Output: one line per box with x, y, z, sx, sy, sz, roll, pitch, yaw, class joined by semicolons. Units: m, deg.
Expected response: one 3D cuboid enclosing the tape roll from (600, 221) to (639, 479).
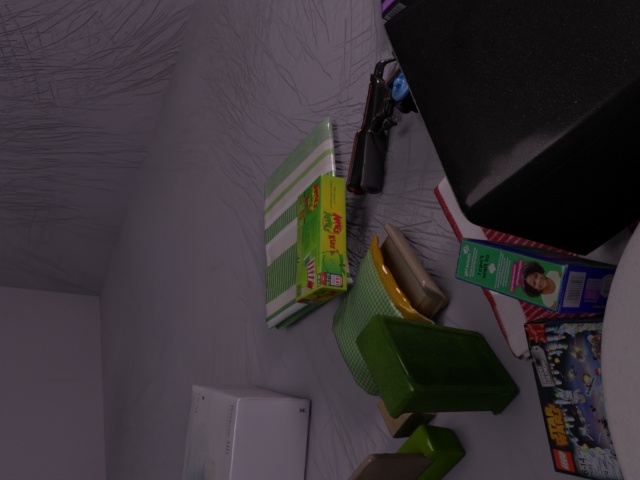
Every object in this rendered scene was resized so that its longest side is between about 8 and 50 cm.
0.302;0.101;0.227;0.392;0.072;0.391;173;90;-70;tape roll

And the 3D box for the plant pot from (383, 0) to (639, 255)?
0.190;-0.117;0.393;0.167;0.188;0.187;-36;56;37;plant pot

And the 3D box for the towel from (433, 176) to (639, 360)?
0.244;-0.061;0.490;0.329;0.037;0.236;-50;48;44;towel

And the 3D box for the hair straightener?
0.098;-0.181;0.819;0.089;0.047;0.230;9;84;59;hair straightener

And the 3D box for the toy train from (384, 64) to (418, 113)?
0.158;-0.242;0.700;0.184;0.080;0.105;-39;40;51;toy train

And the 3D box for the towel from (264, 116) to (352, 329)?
-0.034;-0.026;0.989;0.248;0.038;0.324;-39;47;46;towel

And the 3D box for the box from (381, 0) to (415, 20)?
0.136;-0.441;0.843;0.116;0.029;0.161;-28;55;53;box

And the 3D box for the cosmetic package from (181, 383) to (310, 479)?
-0.136;0.372;0.931;0.225;0.138;0.223;-13;70;56;cosmetic package

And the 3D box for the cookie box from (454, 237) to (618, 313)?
0.185;0.028;0.458;0.107;0.092;0.040;19;102;57;cookie box

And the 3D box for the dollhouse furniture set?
0.058;0.126;0.668;0.197;0.152;0.301;-61;35;29;dollhouse furniture set

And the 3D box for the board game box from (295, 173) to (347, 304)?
0.000;0.000;0.836;0.092;0.043;0.181;-36;49;56;board game box

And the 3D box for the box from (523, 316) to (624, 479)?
0.232;0.133;0.458;0.094;0.027;0.136;-16;84;56;box
